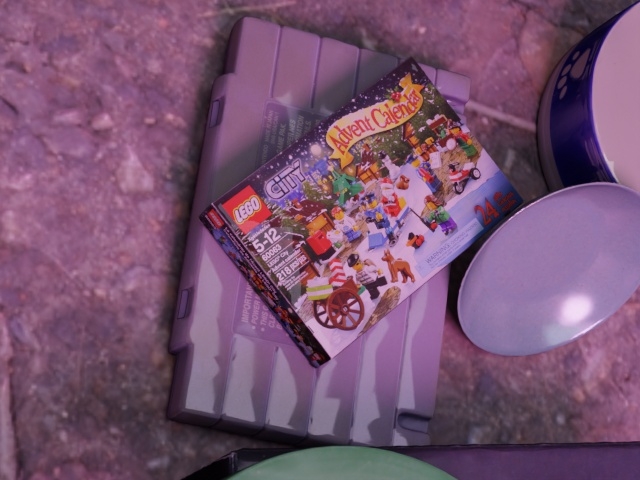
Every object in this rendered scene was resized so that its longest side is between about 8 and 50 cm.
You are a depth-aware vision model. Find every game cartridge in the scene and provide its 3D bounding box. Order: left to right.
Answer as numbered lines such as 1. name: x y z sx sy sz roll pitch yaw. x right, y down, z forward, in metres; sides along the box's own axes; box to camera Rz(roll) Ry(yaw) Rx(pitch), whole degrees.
1. game cartridge: 0.000 0.000 1.479 0.230 0.068 0.355 12 71 -12

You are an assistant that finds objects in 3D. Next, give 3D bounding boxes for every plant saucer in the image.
1. plant saucer: 0.199 0.017 1.500 0.195 0.195 0.037 -8 42 -22

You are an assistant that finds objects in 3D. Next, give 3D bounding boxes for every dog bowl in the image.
1. dog bowl: 0.341 -0.096 1.604 0.265 0.104 0.265 6 73 -19

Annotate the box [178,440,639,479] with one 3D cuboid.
1. box: 0.096 0.316 1.339 0.395 0.212 0.294 2 74 -19

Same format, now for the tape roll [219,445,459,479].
1. tape roll: 0.011 0.301 1.156 0.321 0.077 0.321 5 73 -18

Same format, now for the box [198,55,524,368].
1. box: 0.037 -0.026 1.444 0.233 0.044 0.159 -38 91 -25
